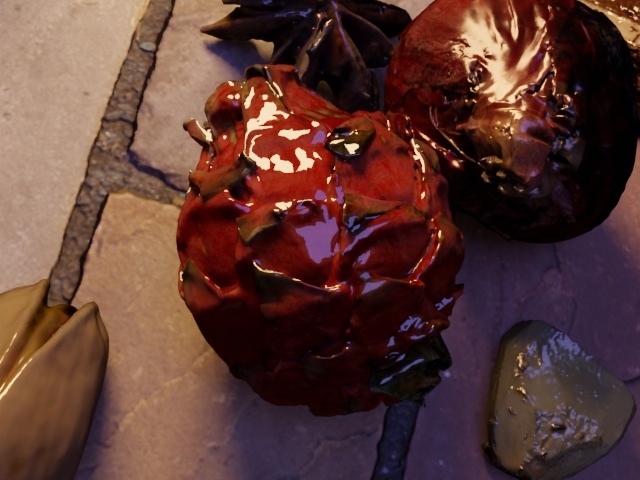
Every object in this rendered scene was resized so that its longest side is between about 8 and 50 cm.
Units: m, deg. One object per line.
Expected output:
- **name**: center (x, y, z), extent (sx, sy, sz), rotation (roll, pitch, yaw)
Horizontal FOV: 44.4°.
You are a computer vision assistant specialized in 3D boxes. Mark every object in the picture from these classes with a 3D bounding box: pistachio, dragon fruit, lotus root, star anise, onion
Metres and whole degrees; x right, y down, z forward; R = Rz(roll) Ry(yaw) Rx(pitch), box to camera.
- **pistachio**: center (-0.245, 0.133, 0.608), extent (0.138, 0.153, 0.237), rotation (28, 43, -16)
- **dragon fruit**: center (0.000, 0.000, 0.648), extent (0.245, 0.244, 0.298), rotation (-18, 94, -18)
- **lotus root**: center (0.226, 0.167, 0.754), extent (0.143, 0.070, 0.144), rotation (34, 70, -3)
- **star anise**: center (-0.006, -0.234, 0.761), extent (0.213, 0.129, 0.282), rotation (-29, 118, -9)
- **onion**: center (0.184, -0.107, 0.738), extent (0.221, 0.281, 0.280), rotation (-33, 85, 10)

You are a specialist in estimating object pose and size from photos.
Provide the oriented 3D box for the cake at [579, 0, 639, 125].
- **cake**: center (0.342, -0.252, 0.862), extent (0.112, 0.135, 0.246), rotation (-40, 88, -19)
